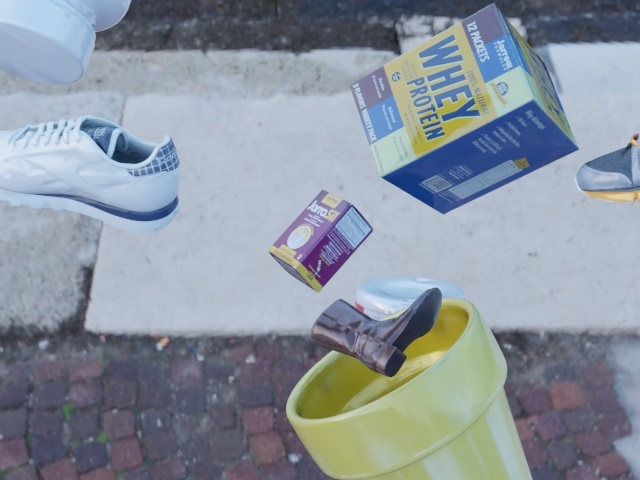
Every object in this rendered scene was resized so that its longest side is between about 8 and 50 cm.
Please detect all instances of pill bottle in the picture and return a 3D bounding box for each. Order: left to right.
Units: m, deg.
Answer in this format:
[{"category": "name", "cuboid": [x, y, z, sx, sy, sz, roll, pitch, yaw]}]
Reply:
[{"category": "pill bottle", "cuboid": [-0.213, -0.262, 0.816, 0.136, 0.136, 0.246, 10, 72, 9]}, {"category": "pill bottle", "cuboid": [0.125, 0.207, 1.416, 0.161, 0.283, 0.161, 2, 12, 0]}]

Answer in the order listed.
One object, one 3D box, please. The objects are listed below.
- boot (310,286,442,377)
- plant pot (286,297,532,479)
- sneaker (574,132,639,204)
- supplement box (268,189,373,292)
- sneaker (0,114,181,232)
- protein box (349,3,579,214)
[{"category": "boot", "cuboid": [0.052, 0.075, 0.973, 0.114, 0.037, 0.106, 21, 65, 46]}, {"category": "plant pot", "cuboid": [0.124, 0.232, 1.135, 0.254, 0.239, 0.254, -28, 11, 6]}, {"category": "sneaker", "cuboid": [0.313, -0.088, 0.811, 0.214, 0.083, 0.084, -18, 8, 30]}, {"category": "supplement box", "cuboid": [0.000, 0.000, 0.934, 0.083, 0.043, 0.055, -49, 36, -10]}, {"category": "sneaker", "cuboid": [-0.248, -0.083, 0.953, 0.235, 0.095, 0.090, 10, 42, 5]}, {"category": "protein box", "cuboid": [0.182, -0.153, 1.210, 0.201, 0.199, 0.136, -27, 66, 23]}]
